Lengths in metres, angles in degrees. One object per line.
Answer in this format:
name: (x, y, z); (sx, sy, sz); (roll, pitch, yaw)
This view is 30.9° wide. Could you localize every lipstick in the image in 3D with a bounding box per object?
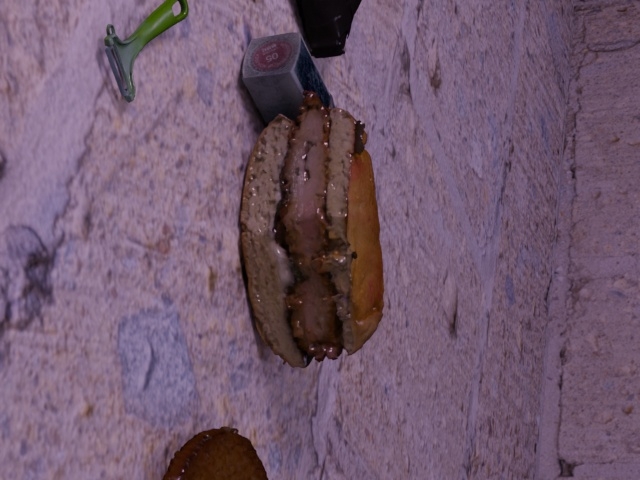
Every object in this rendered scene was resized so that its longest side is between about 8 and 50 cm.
lipstick: (-0.014, -0.142, 1.490); (0.290, 0.076, 0.077); (62, 30, -51)

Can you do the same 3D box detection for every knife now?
knife: (-0.174, -0.209, 1.164); (0.166, 0.022, 0.078); (-63, 150, -50)

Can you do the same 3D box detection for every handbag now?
handbag: (0.020, -0.405, 1.616); (0.247, 0.080, 0.223); (-69, 148, -46)

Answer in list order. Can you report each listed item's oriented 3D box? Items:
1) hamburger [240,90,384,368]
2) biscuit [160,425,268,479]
hamburger: (0.000, 0.000, 1.389); (0.245, 0.155, 0.282); (58, 38, -51)
biscuit: (-0.115, 0.344, 1.203); (0.305, 0.038, 0.305); (-2, 90, -69)
